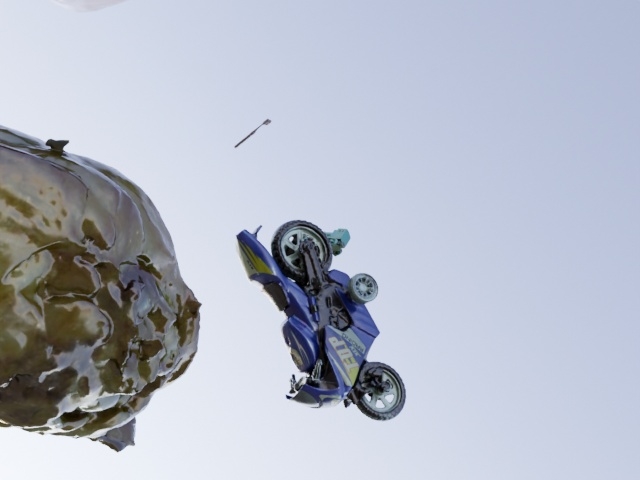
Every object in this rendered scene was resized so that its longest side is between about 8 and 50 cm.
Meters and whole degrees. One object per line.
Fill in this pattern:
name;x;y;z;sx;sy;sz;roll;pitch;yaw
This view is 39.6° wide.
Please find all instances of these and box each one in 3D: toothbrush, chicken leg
toothbrush;-0.112;-0.175;1.461;0.097;0.008;0.006;-31;-131;41
chicken leg;-0.260;-0.018;0.454;0.429;0.152;0.201;22;-17;-13

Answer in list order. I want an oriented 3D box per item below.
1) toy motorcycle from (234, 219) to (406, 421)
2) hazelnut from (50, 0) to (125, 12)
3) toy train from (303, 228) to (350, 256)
toy motorcycle;-0.007;0.115;1.192;0.315;0.169;0.113;61;-34;8
hazelnut;-0.169;-0.266;0.654;0.182;0.182;0.182;19;-56;31
toy train;0.000;0.000;1.345;0.092;0.045;0.029;4;-46;34
